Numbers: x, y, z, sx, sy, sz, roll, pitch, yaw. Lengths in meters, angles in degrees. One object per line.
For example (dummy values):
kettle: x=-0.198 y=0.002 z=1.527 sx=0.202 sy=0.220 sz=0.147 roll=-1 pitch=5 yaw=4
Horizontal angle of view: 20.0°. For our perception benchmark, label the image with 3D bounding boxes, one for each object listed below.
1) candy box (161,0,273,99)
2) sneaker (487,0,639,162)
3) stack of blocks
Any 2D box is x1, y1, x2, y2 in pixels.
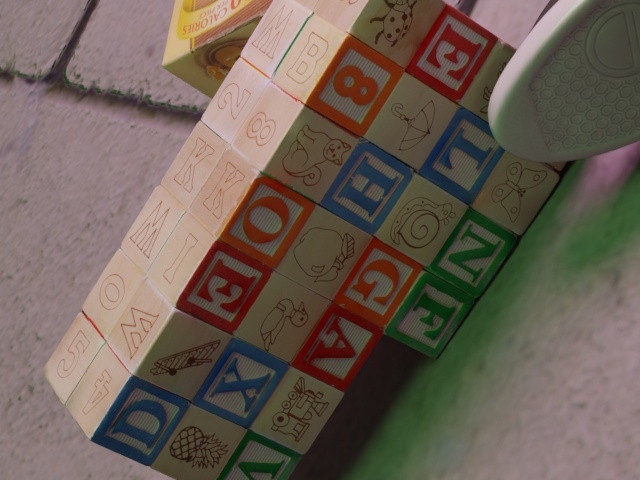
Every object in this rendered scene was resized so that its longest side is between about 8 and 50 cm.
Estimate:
candy box: x=-0.001 y=-0.262 z=1.285 sx=0.183 sy=0.087 sz=0.316 roll=-21 pitch=50 yaw=42
sneaker: x=0.189 y=-0.172 z=0.977 sx=0.296 sy=0.104 sz=0.147 roll=-45 pitch=35 yaw=10
stack of blocks: x=0.000 y=0.000 z=1.019 sx=0.297 sy=0.171 sz=0.087 roll=-57 pitch=35 yaw=5
